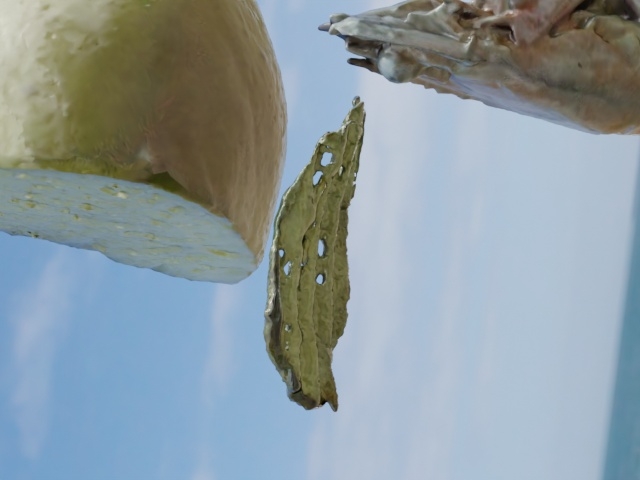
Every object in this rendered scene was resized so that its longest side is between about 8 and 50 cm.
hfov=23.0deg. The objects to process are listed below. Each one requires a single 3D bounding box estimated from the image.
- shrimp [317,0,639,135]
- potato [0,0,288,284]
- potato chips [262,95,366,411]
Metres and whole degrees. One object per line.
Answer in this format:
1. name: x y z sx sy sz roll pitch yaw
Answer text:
1. shrimp: 0.156 -0.142 0.943 0.062 0.317 0.164 -133 47 -61
2. potato: -0.139 -0.138 1.136 0.213 0.330 0.280 -22 59 53
3. potato chips: 0.001 0.000 0.963 0.092 0.028 0.207 28 -113 -58
